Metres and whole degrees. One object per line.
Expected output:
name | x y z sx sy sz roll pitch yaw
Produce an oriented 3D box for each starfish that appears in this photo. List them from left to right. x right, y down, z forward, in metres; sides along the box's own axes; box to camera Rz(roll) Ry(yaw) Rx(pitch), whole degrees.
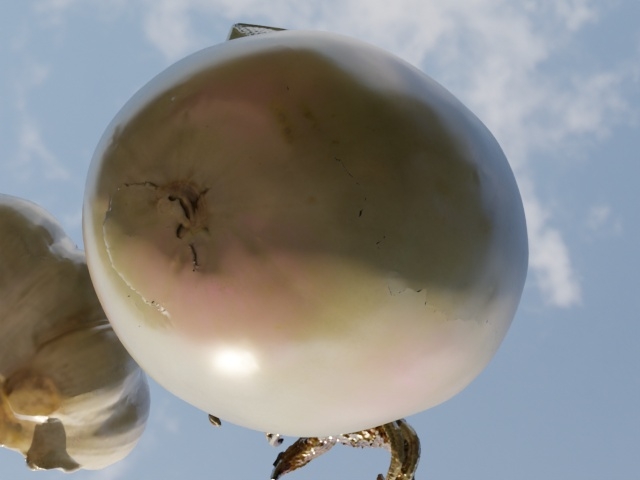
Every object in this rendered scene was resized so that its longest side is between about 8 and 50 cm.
starfish | -0.001 0.170 1.069 0.190 0.146 0.074 20 -112 4

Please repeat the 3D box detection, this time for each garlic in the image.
garlic | -0.260 0.058 1.070 0.281 0.203 0.184 21 -76 8

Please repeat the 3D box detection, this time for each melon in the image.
melon | 0.000 0.000 0.700 0.223 0.317 0.223 -2 -96 21

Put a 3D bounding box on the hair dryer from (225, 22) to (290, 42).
hair dryer | -0.079 -0.073 1.129 0.075 0.237 0.206 11 -64 7
